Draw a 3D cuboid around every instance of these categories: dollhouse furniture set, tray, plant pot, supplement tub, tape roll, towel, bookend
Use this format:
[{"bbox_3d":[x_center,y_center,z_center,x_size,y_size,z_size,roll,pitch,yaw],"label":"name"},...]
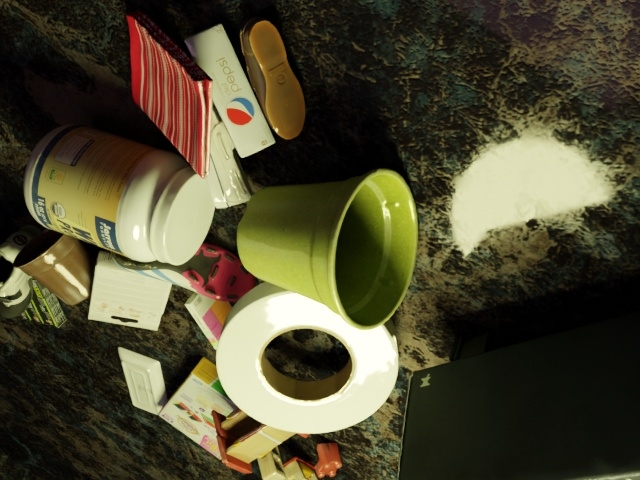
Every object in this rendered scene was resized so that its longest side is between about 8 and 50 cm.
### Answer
[{"bbox_3d":[-0.087,0.519,1.619,0.201,0.152,0.374,-34,134,10],"label":"dollhouse furniture set"},{"bbox_3d":[-0.538,0.440,1.881,0.145,0.030,0.270,15,131,15],"label":"tray"},{"bbox_3d":[-0.641,0.063,1.553,0.167,0.166,0.165,-12,128,34],"label":"plant pot"},{"bbox_3d":[-0.395,-0.089,1.244,0.317,0.228,0.228,18,132,14],"label":"supplement tub"},{"bbox_3d":[-0.026,0.250,1.336,0.393,0.072,0.391,1,117,1],"label":"tape roll"},{"bbox_3d":[0.000,0.000,1.116,0.254,0.276,0.275,10,130,36],"label":"plant pot"},{"bbox_3d":[-0.268,-0.259,1.090,0.275,0.031,0.198,47,143,33],"label":"towel"},{"bbox_3d":[0.367,0.236,1.216,0.157,0.072,0.156,44,132,-10],"label":"bookend"}]

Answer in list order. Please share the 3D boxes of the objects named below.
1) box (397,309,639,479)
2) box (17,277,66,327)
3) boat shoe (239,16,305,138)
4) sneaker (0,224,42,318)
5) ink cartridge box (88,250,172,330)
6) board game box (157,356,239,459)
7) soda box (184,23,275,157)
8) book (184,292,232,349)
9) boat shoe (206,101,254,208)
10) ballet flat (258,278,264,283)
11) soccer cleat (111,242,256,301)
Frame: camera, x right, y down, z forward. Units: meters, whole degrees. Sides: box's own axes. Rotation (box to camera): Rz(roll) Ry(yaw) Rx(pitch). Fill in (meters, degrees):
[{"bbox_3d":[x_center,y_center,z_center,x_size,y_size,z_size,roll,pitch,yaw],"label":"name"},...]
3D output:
[{"bbox_3d":[0.466,0.419,1.085,0.480,0.297,0.471,-24,119,32],"label":"box"},{"bbox_3d":[-0.853,0.158,1.809,0.184,0.045,0.190,7,128,20],"label":"box"},{"bbox_3d":[-0.082,-0.275,1.050,0.073,0.073,0.206,37,146,54],"label":"boat shoe"},{"bbox_3d":[-0.847,0.105,1.652,0.123,0.146,0.330,35,124,6],"label":"sneaker"},{"bbox_3d":[-0.472,0.130,1.538,0.181,0.056,0.224,13,137,-15],"label":"ink cartridge box"},{"bbox_3d":[-0.309,0.488,1.776,0.242,0.064,0.316,37,134,-4],"label":"board game box"},{"bbox_3d":[-0.155,-0.255,1.064,0.069,0.074,0.216,-26,111,-4],"label":"soda box"},{"bbox_3d":[-0.254,0.175,1.473,0.035,0.096,0.144,-9,121,33],"label":"book"},{"bbox_3d":[-0.186,-0.189,1.155,0.088,0.096,0.267,-12,110,0],"label":"boat shoe"},{"bbox_3d":[-0.108,0.076,1.333,0.091,0.077,0.240,-1,125,27],"label":"ballet flat"},{"bbox_3d":[-0.304,0.051,1.409,0.332,0.115,0.143,18,175,-5],"label":"soccer cleat"}]
